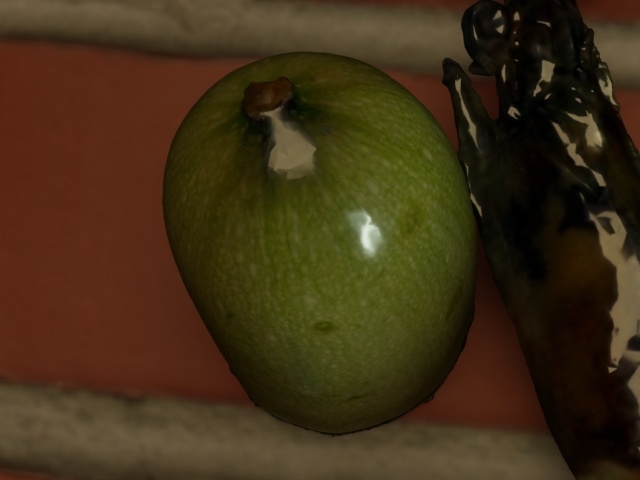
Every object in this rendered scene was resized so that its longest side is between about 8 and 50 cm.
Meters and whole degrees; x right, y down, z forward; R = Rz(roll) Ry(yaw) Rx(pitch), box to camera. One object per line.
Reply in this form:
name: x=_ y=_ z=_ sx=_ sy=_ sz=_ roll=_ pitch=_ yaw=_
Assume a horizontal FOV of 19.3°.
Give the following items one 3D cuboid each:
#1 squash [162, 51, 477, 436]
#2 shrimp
squash: x=0.000 y=0.000 z=0.798 sx=0.133 sy=0.247 sz=0.132 roll=-1 pitch=75 yaw=6
shrimp: x=0.210 y=0.020 z=0.850 sx=0.272 sy=0.085 sz=0.445 roll=-27 pitch=82 yaw=-12
